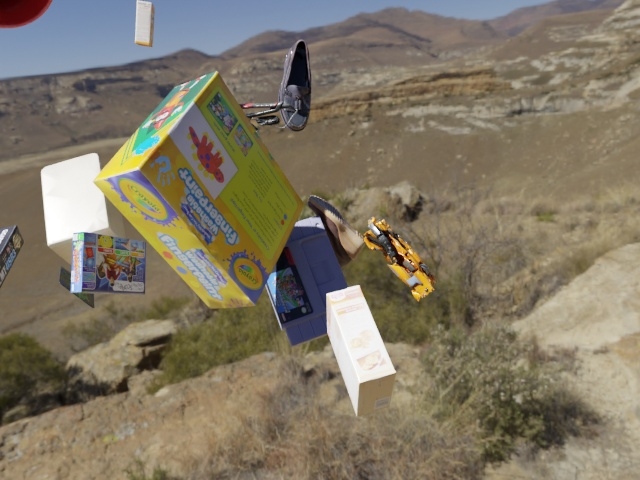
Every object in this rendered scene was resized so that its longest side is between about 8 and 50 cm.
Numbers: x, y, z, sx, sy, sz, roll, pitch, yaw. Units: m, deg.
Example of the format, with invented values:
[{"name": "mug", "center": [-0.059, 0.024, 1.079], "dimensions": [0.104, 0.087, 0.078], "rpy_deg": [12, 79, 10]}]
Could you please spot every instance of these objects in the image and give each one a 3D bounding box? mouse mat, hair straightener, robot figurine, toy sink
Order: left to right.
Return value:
[{"name": "mouse mat", "center": [-0.866, 0.165, 1.947], "dimensions": [0.007, 0.152, 0.190], "rpy_deg": [-45, 27, -5]}, {"name": "toy sink", "center": [-0.605, -0.080, 1.406], "dimensions": [0.153, 0.234, 0.131], "rpy_deg": [-18, -25, -5]}, {"name": "hair straightener", "center": [-0.180, -0.362, 1.613], "dimensions": [0.231, 0.088, 0.047], "rpy_deg": [-3, 21, 7]}, {"name": "robot figurine", "center": [0.243, 0.048, 1.710], "dimensions": [0.085, 0.291, 0.211], "rpy_deg": [-44, -7, 16]}]

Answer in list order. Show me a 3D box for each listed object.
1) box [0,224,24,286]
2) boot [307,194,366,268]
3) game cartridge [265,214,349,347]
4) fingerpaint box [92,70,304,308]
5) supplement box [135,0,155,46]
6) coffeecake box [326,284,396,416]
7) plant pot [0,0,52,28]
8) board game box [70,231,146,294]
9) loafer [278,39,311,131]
[{"name": "box", "center": [-0.996, 0.079, 1.474], "dimensions": [0.294, 0.073, 0.295], "rpy_deg": [-12, 33, -5]}, {"name": "boot", "center": [0.000, 0.000, 1.757], "dimensions": [0.207, 0.248, 0.090], "rpy_deg": [-44, 9, 18]}, {"name": "game cartridge", "center": [-0.047, 0.117, 1.628], "dimensions": [0.230, 0.354, 0.068], "rpy_deg": [-17, -16, -16]}, {"name": "fingerpaint box", "center": [-0.265, -0.112, 1.346], "dimensions": [0.163, 0.444, 0.370], "rpy_deg": [-7, 43, 33]}, {"name": "supplement box", "center": [-0.429, -0.529, 1.340], "dimensions": [0.036, 0.098, 0.062], "rpy_deg": [5, 15, -11]}, {"name": "coffeecake box", "center": [0.069, 0.201, 1.000], "dimensions": [0.068, 0.142, 0.185], "rpy_deg": [-14, 51, -9]}, {"name": "plant pot", "center": [-0.885, -0.737, 1.460], "dimensions": [0.275, 0.274, 0.243], "rpy_deg": [-17, 45, -33]}, {"name": "board game box", "center": [-0.495, 0.059, 1.294], "dimensions": [0.035, 0.136, 0.201], "rpy_deg": [-5, -10, 23]}, {"name": "loafer", "center": [-0.080, -0.517, 1.813], "dimensions": [0.109, 0.302, 0.095], "rpy_deg": [3, -10, -11]}]
